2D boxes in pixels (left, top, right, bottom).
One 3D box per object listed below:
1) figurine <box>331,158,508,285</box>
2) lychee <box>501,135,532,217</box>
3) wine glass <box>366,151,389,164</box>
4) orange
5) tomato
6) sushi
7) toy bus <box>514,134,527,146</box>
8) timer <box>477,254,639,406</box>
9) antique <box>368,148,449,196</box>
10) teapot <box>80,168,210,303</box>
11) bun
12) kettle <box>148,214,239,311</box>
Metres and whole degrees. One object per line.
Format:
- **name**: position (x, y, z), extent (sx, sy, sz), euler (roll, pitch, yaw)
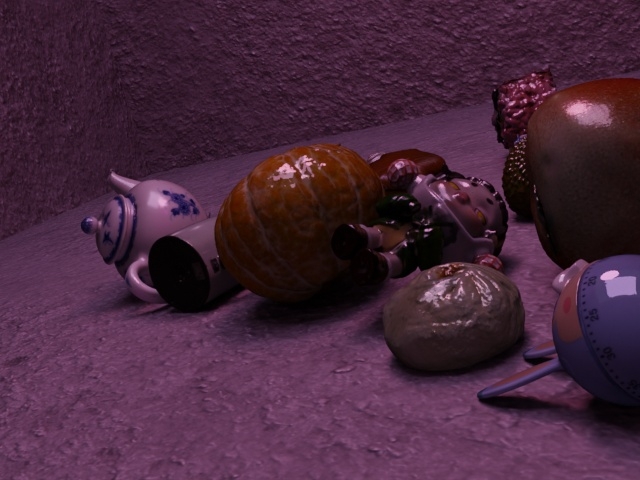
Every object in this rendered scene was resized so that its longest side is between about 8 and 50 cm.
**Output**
- **figurine**: position (0.181, -0.012, 1.298), extent (0.369, 0.281, 0.167), euler (-16, -31, -41)
- **lychee**: position (0.444, -0.133, 1.570), extent (0.171, 0.171, 0.171), euler (-14, 14, 4)
- **wine glass**: position (0.198, -0.172, 2.119), extent (0.122, 0.122, 0.183), euler (-18, 20, -12)
- **orange**: position (-0.028, -0.029, 1.409), extent (0.329, 0.249, 0.329), euler (-29, -7, -4)
- **tomato**: position (0.426, -0.079, 1.117), extent (0.303, 0.304, 0.239), euler (-8, 14, 28)
- **sushi**: position (0.556, -0.329, 2.097), extent (0.170, 0.237, 0.270), euler (-7, 0, 9)
- **toy bus**: position (0.630, -0.232, 1.892), extent (0.297, 0.106, 0.131), euler (-9, 13, 19)
- **timer**: position (0.291, 0.094, 0.846), extent (0.175, 0.176, 0.255), euler (-26, 17, -39)
- **antique**: position (0.205, -0.139, 1.886), extent (0.223, 0.129, 0.278), euler (-12, 19, 2)
- **teapot**: position (-0.406, -0.016, 1.768), extent (0.279, 0.252, 0.424), euler (9, 38, -33)
- **bun**: position (0.176, 0.094, 1.059), extent (0.195, 0.118, 0.195), euler (-17, 14, 5)
- **kettle**: position (-0.200, 0.029, 1.619), extent (0.221, 0.161, 0.236), euler (-11, 11, 36)
